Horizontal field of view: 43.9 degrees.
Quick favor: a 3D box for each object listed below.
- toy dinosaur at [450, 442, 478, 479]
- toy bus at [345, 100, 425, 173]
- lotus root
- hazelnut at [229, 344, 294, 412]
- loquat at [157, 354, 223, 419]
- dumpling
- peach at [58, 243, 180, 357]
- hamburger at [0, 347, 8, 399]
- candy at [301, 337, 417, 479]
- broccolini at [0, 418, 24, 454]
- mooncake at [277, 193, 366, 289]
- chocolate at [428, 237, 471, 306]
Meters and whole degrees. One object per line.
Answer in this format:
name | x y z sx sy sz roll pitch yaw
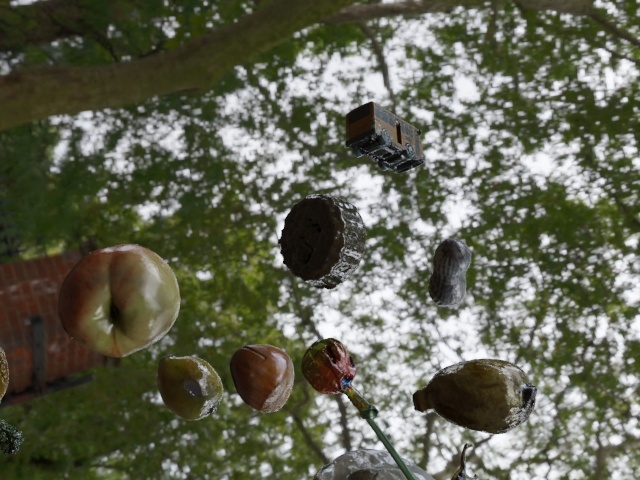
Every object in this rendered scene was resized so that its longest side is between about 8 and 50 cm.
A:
toy dinosaur | 0.280 0.500 1.603 0.180 0.058 0.037 -66 -165 -20
toy bus | 0.141 -0.222 1.723 0.091 0.182 0.103 -22 -120 38
lotus root | 0.257 0.261 1.337 0.214 0.138 0.138 -3 -77 19
hazelnut | -0.132 0.297 1.721 0.150 0.150 0.150 32 -51 51
loquat | -0.342 0.376 2.053 0.195 0.152 0.152 42 -35 2
dumpling | 0.118 0.469 1.343 0.204 0.293 0.163 17 95 -87
peach | -0.366 0.106 1.472 0.232 0.232 0.232 32 -51 51
hamburger | -0.854 0.328 1.911 0.122 0.189 0.215 -2 -81 64
candy | 0.049 0.193 0.866 0.201 0.060 0.060 52 -36 16
broccolini | -0.698 0.342 1.609 0.239 0.051 0.054 43 -33 -2
mooncake | 0.000 0.000 1.926 0.228 0.124 0.228 -19 -118 40
chocolate | 0.238 0.062 1.467 0.072 0.072 0.167 52 -26 36
